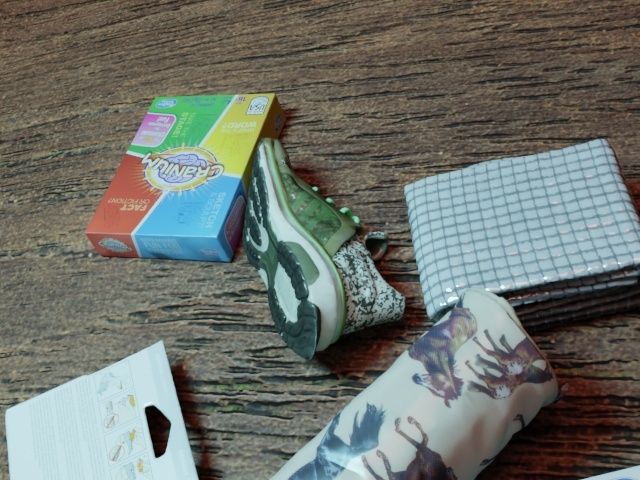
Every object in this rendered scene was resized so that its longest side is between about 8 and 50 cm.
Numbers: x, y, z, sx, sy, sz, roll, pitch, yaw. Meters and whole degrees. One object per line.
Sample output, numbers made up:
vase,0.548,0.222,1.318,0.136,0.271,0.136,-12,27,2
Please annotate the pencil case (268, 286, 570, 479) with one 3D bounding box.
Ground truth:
pencil case,0.081,0.246,0.887,0.410,0.183,0.160,-42,46,-14

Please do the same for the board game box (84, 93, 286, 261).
board game box,-0.216,-0.111,1.361,0.242,0.064,0.316,2,52,20

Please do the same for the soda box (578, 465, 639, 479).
soda box,0.282,0.293,0.847,0.216,0.069,0.074,-16,49,7

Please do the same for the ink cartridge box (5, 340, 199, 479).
ink cartridge box,-0.276,0.289,1.052,0.239,0.060,0.275,-24,47,-2

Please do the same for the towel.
towel,0.265,0.002,1.066,0.283,0.121,0.235,-13,47,10

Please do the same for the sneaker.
sneaker,0.000,0.000,1.179,0.182,0.158,0.410,0,42,-22
